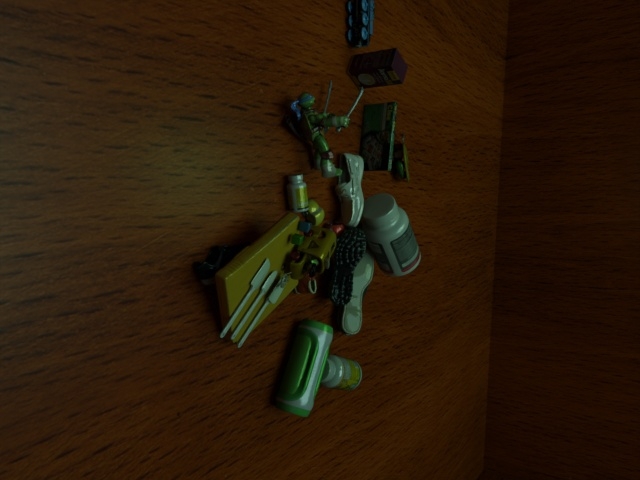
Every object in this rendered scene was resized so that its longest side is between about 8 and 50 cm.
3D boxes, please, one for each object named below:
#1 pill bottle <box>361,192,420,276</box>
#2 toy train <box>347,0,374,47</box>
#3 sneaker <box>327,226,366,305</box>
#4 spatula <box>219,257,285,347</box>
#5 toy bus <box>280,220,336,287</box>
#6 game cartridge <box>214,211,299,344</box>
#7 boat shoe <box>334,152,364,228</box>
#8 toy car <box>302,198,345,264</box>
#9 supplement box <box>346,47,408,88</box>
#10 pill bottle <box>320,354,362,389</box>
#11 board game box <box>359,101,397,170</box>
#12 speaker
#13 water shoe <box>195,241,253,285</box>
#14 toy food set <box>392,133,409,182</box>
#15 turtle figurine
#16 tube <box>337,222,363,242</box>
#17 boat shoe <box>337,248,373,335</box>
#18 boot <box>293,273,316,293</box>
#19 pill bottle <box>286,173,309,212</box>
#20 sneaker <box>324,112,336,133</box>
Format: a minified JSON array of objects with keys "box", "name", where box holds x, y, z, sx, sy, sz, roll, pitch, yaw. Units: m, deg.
[{"box":[0.260,-0.022,1.825,0.176,0.177,0.318,-60,141,-29],"name":"pill bottle"},{"box":[0.150,-0.791,1.753,0.105,0.080,0.183,-13,105,-58],"name":"toy train"},{"box":[0.078,0.086,1.738,0.107,0.124,0.283,17,90,-10],"name":"sneaker"},{"box":[-0.182,0.183,1.341,0.242,0.019,0.168,-59,156,-16],"name":"spatula"},{"box":[-0.021,0.052,1.448,0.191,0.105,0.202,-4,109,-74],"name":"toy bus"},{"box":[-0.170,0.110,1.385,0.324,0.053,0.285,-42,147,-41],"name":"game cartridge"},{"box":[0.093,-0.182,1.743,0.096,0.098,0.276,10,75,-36],"name":"boat shoe"},{"box":[0.000,0.000,1.661,0.239,0.053,0.224,36,67,-46],"name":"toy car"},{"box":[0.206,-0.621,1.753,0.104,0.188,0.080,37,66,-49],"name":"supplement box"},{"box":[0.053,0.476,1.746,0.208,0.118,0.117,31,70,-51],"name":"pill bottle"},{"box":[0.218,-0.394,1.844,0.030,0.136,0.259,7,89,-52],"name":"board game box"},{"box":[-0.051,0.416,1.590,0.131,0.131,0.296,37,65,-49],"name":"speaker"},{"box":[-0.252,0.042,1.317,0.203,0.073,0.080,-44,123,-44],"name":"water shoe"},{"box":[0.338,-0.350,2.079,0.128,0.071,0.217,-70,151,-59],"name":"toy food set"},{"box":[0.038,-0.357,1.555,0.275,0.198,0.266,-36,128,-39],"name":"turtle figurine"},{"box":[0.132,-0.021,1.852,0.207,0.052,0.080,-26,101,-45],"name":"tube"},{"box":[0.121,0.195,1.843,0.112,0.095,0.334,17,74,-17],"name":"boat shoe"},{"box":[-0.053,0.102,1.585,0.059,0.085,0.157,-26,113,-47],"name":"boot"},{"box":[-0.074,-0.152,1.538,0.065,0.065,0.116,-26,115,-49],"name":"pill bottle"},{"box":[0.028,-0.408,1.669,0.031,0.035,0.083,35,66,-49],"name":"sneaker"}]
